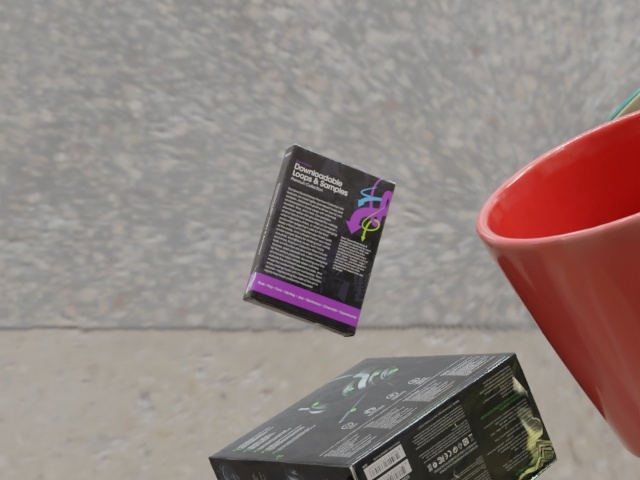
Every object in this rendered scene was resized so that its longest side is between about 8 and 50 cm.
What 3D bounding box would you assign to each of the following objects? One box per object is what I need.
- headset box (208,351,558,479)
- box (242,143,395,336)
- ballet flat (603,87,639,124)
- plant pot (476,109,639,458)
[{"bbox_3d":[0.056,0.230,1.669,0.246,0.283,0.131,-30,103,-35],"label":"headset box"},{"bbox_3d":[0.000,0.000,1.541,0.116,0.029,0.162,21,77,-19],"label":"box"},{"bbox_3d":[0.383,-0.151,1.662,0.086,0.086,0.248,41,103,6],"label":"ballet flat"},{"bbox_3d":[0.304,0.039,1.343,0.275,0.275,0.243,-23,106,7],"label":"plant pot"}]
